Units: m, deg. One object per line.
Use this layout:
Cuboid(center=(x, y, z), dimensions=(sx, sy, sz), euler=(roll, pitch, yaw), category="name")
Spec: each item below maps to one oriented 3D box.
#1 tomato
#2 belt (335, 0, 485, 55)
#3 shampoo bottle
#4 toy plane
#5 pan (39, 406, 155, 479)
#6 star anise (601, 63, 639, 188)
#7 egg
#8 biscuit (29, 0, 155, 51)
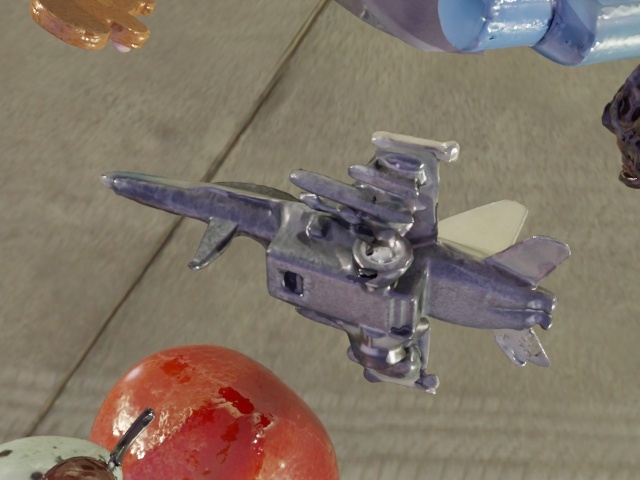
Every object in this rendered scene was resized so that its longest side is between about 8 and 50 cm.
Cuboid(center=(-0.133, 0.292, 1.652), dimensions=(0.290, 0.293, 0.325), euler=(-49, 130, -15), category="tomato")
Cuboid(center=(0.099, -0.364, 1.591), dimensions=(0.217, 0.122, 0.339), euler=(-38, 65, -18), category="belt")
Cuboid(center=(0.192, -0.162, 0.900), dimensions=(0.258, 0.104, 0.061), euler=(-10, 137, -33), category="shampoo bottle")
Cuboid(center=(-0.003, 0.008, 0.706), dimensions=(0.262, 0.088, 0.192), euler=(8, 137, 10), category="toy plane")
Cuboid(center=(-0.133, 0.149, 0.821), dimensions=(0.023, 0.115, 0.068), euler=(14, 145, 41), category="pan")
Cuboid(center=(0.400, -0.086, 1.554), dimensions=(0.109, 0.236, 0.223), euler=(-31, 124, 23), category="star anise")
Cuboid(center=(-0.261, 0.244, 1.235), dimensions=(0.164, 0.131, 0.131), euler=(-15, 110, -29), category="egg")
Cuboid(center=(-0.339, -0.332, 1.886), dimensions=(0.205, 0.324, 0.049), euler=(27, 110, -15), category="biscuit")
